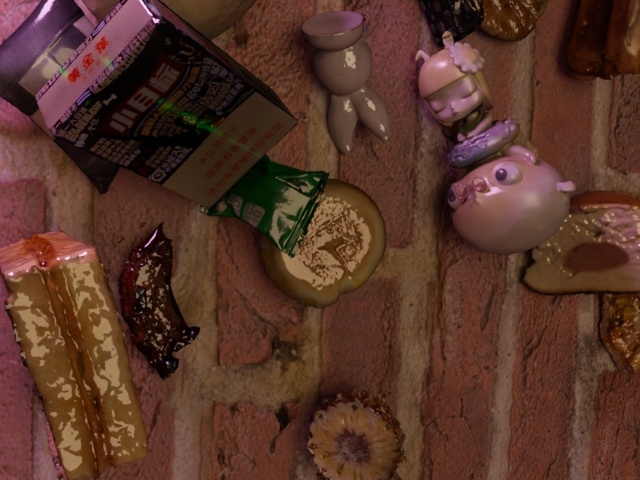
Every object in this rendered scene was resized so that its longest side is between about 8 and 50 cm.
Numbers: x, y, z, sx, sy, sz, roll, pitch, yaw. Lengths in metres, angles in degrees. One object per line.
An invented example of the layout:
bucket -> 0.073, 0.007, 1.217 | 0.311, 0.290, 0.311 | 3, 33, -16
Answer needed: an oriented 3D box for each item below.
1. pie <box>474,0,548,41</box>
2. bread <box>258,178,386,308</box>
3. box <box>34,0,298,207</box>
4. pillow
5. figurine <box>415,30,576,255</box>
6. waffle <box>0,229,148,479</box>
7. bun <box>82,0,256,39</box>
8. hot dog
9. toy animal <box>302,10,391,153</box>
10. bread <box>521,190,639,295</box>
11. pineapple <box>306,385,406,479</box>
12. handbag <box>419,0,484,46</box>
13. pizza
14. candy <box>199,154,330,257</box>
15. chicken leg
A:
pie -> 0.340, -0.454, 1.403 | 0.195, 0.046, 0.195 | -1, 92, -22
bread -> 0.000, 0.000, 1.245 | 0.213, 0.105, 0.213 | -1, 93, -20
box -> -0.193, -0.176, 1.037 | 0.198, 0.084, 0.310 | -42, 149, 14
pillow -> -0.340, -0.212, 1.088 | 0.186, 0.106, 0.250 | -48, 114, -8
figurine -> 0.293, -0.177, 1.350 | 0.274, 0.227, 0.394 | -33, 94, -50
waffle -> -0.324, 0.128, 0.966 | 0.114, 0.376, 0.260 | -14, 100, -23
bun -> -0.215, -0.441, 1.071 | 0.326, 0.234, 0.361 | -4, 78, -30
hot dog -> 0.568, -0.461, 1.448 | 0.117, 0.158, 0.348 | 18, 81, -41
toy animal -> 0.045, -0.265, 1.266 | 0.104, 0.130, 0.220 | -13, 125, 5
bread -> 0.522, 0.015, 1.413 | 0.224, 0.211, 0.183 | -12, 104, -28
pineapple -> 0.070, 0.317, 1.283 | 0.161, 0.137, 0.176 | -32, 93, 21
handbag -> 0.234, -0.399, 1.309 | 0.072, 0.139, 0.115 | -28, 104, -12
pizza -> 0.625, 0.156, 1.547 | 0.161, 0.062, 0.182 | 39, 79, -14
candy -> -0.087, -0.079, 1.168 | 0.141, 0.203, 0.078 | -53, 144, -17
chicken leg -> -0.249, 0.096, 1.164 | 0.105, 0.063, 0.233 | -20, 99, -26
